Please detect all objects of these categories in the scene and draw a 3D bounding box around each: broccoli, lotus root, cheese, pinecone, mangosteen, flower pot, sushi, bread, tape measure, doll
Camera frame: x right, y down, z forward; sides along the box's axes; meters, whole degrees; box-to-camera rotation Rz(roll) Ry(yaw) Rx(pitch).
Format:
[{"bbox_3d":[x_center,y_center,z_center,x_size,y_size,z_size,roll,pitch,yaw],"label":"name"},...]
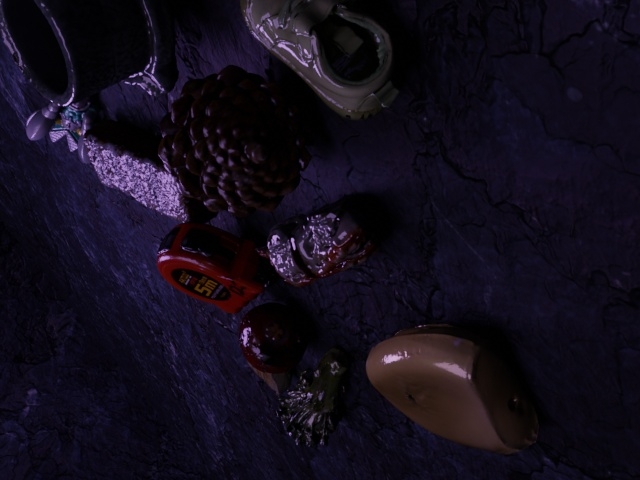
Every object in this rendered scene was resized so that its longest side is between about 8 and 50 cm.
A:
[{"bbox_3d":[-0.001,0.358,1.564,0.165,0.145,0.304,38,133,17],"label":"broccoli"},{"bbox_3d":[-0.129,0.311,1.728,0.143,0.070,0.144,42,151,30],"label":"lotus root"},{"bbox_3d":[0.205,0.252,1.174,0.316,0.128,0.259,1,123,55],"label":"cheese"},{"bbox_3d":[-0.152,-0.158,1.139,0.264,0.264,0.264,34,143,29],"label":"pinecone"},{"bbox_3d":[-0.109,0.226,1.549,0.166,0.166,0.180,51,174,4],"label":"mangosteen"},{"bbox_3d":[-0.382,-0.381,1.189,0.299,0.283,0.299,29,140,28],"label":"flower pot"},{"bbox_3d":[0.000,0.000,1.202,0.332,0.124,0.130,-24,91,57],"label":"sushi"},{"bbox_3d":[-0.411,-0.164,1.596,0.417,0.113,0.165,24,140,38],"label":"bread"},{"bbox_3d":[-0.240,0.057,1.514,0.260,0.114,0.253,27,151,-11],"label":"tape measure"},{"bbox_3d":[-0.671,-0.315,1.746,0.195,0.153,0.258,15,143,8],"label":"doll"}]

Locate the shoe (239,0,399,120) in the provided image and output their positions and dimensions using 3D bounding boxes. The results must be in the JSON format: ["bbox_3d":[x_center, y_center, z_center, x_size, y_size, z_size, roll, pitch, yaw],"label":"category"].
[{"bbox_3d":[0.013,-0.286,0.903,0.262,0.140,0.128,51,159,-6],"label":"shoe"}]

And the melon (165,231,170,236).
[{"bbox_3d":[-0.319,0.027,1.720,0.182,0.054,0.098,17,139,46],"label":"melon"}]
